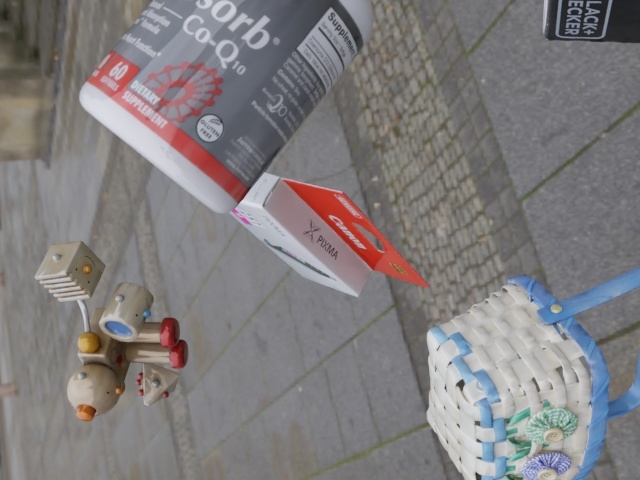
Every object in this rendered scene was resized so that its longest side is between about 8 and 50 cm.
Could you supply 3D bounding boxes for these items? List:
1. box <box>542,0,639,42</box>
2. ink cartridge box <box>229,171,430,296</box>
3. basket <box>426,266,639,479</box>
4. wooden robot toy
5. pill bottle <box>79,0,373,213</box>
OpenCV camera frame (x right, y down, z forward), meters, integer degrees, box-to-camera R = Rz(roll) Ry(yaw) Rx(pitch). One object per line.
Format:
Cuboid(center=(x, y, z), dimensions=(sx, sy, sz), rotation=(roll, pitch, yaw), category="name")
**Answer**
Cuboid(center=(0.234, -0.158, 0.291), dimensions=(0.087, 0.290, 0.169), rotation=(55, -137, -70), category="box")
Cuboid(center=(0.000, 0.000, 1.225), dimensions=(0.239, 0.275, 0.060), rotation=(18, 72, 43), category="ink cartridge box")
Cuboid(center=(0.278, 0.165, 0.995), dimensions=(0.201, 0.289, 0.255), rotation=(53, 160, 46), category="basket")
Cuboid(center=(-0.141, 0.084, 0.570), dimensions=(0.173, 0.076, 0.079), rotation=(77, -158, -47), category="wooden robot toy")
Cuboid(center=(-0.074, -0.228, 0.919), dimensions=(0.363, 0.210, 0.210), rotation=(-52, 28, -3), category="pill bottle")
